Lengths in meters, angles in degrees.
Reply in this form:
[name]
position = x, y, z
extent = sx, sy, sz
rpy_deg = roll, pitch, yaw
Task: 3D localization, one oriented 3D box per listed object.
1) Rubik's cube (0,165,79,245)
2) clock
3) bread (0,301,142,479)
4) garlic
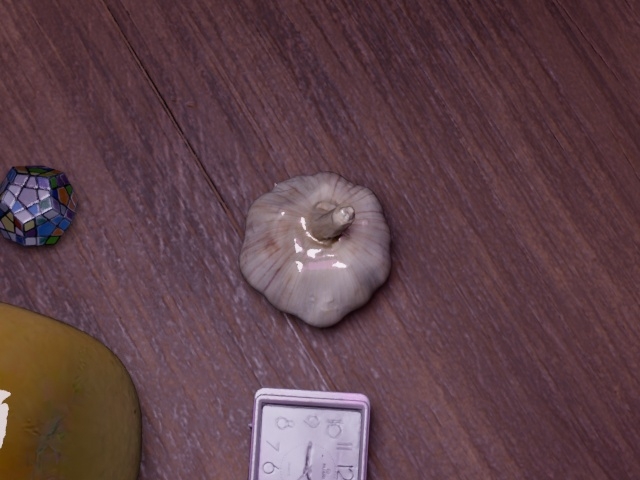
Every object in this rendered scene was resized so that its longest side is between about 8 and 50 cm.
[Rubik's cube]
position = -0.362, -0.045, 1.835
extent = 0.111, 0.093, 0.111
rpy_deg = 1, 76, -2
[clock]
position = -0.018, 0.283, 1.786
extent = 0.150, 0.063, 0.197
rpy_deg = 4, 78, -1
[bread]
position = -0.371, 0.267, 1.641
extent = 0.348, 0.253, 0.376
rpy_deg = 33, 64, -34
[garlic]
position = 0.000, 0.000, 1.766
extent = 0.199, 0.226, 0.199
rpy_deg = 1, 78, -6
